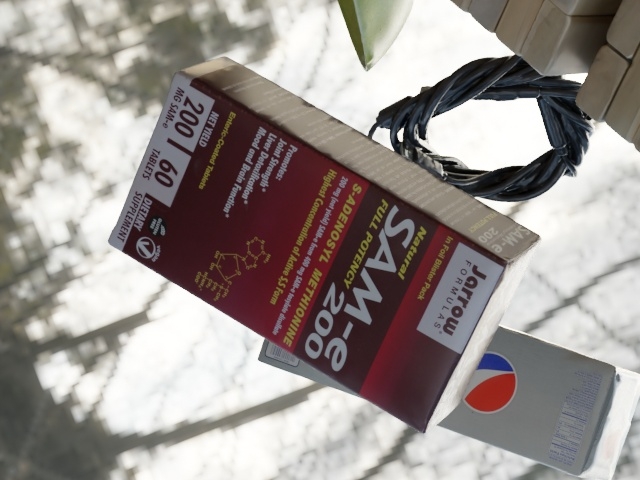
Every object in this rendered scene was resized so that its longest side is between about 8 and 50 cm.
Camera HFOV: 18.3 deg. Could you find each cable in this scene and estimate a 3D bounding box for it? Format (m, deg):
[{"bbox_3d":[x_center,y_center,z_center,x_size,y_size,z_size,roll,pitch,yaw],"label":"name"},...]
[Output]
[{"bbox_3d":[0.133,-0.085,1.496,0.150,0.184,0.047,-42,-132,30],"label":"cable"}]

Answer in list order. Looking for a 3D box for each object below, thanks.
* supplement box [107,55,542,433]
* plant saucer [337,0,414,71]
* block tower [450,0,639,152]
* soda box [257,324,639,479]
[{"bbox_3d":[0.000,0.000,1.234,0.239,0.130,0.073,30,-157,14],"label":"supplement box"},{"bbox_3d":[0.006,-0.206,1.010,0.037,0.241,0.241,-17,-163,-1],"label":"plant saucer"},{"bbox_3d":[0.147,-0.095,0.802,0.097,0.091,0.335,-8,-139,-41],"label":"block tower"},{"bbox_3d":[0.102,0.101,1.569,0.286,0.091,0.098,18,179,24],"label":"soda box"}]
